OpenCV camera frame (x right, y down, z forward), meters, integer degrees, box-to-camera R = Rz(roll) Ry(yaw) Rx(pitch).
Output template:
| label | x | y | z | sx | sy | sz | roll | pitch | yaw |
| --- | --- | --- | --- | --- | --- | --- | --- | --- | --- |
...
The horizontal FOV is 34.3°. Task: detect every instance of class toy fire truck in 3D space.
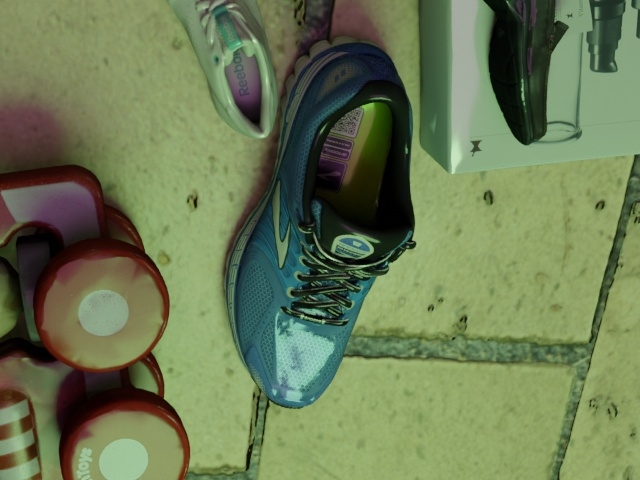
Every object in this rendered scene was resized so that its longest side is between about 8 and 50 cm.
| label | x | y | z | sx | sy | sz | roll | pitch | yaw |
| --- | --- | --- | --- | --- | --- | --- | --- | --- | --- |
| toy fire truck | -0.250 | 0.100 | 0.830 | 0.254 | 0.169 | 0.302 | -10 | 108 | -15 |

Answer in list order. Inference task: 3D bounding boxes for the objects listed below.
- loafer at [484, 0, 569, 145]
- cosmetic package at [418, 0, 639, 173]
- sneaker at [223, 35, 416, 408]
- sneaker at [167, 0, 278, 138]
| label | x | y | z | sx | sy | sz | roll | pitch | yaw |
| --- | --- | --- | --- | --- | --- | --- | --- | --- | --- |
| loafer | 0.165 | -0.157 | 0.801 | 0.061 | 0.062 | 0.170 | -14 | 115 | -11 |
| cosmetic package | 0.275 | -0.220 | 0.883 | 0.377 | 0.097 | 0.284 | -7 | 114 | -9 |
| sneaker | 0.000 | 0.000 | 0.876 | 0.130 | 0.147 | 0.329 | 7 | 109 | -15 |
| sneaker | -0.079 | -0.179 | 0.820 | 0.080 | 0.094 | 0.212 | -24 | 113 | -1 |
